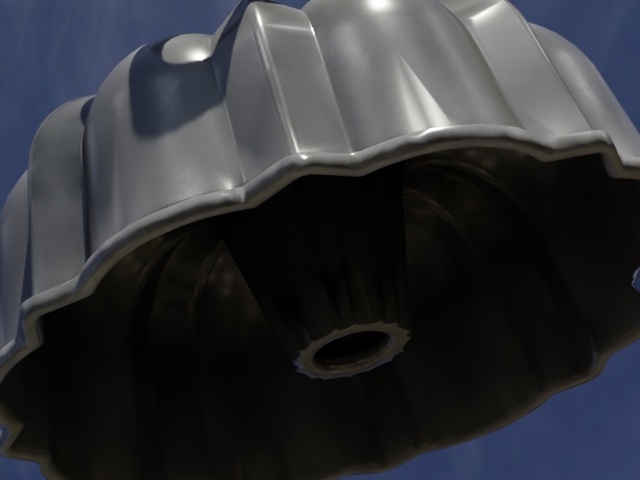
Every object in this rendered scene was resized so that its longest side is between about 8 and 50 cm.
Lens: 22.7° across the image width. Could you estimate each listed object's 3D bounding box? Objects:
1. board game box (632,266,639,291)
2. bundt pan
[{"bbox_3d":[0.157,-0.072,0.330,0.060,0.194,0.194,35,-102,9],"label":"board game box"},{"bbox_3d":[0.000,0.000,0.742,0.331,0.124,0.331,-13,-29,-7],"label":"bundt pan"}]
